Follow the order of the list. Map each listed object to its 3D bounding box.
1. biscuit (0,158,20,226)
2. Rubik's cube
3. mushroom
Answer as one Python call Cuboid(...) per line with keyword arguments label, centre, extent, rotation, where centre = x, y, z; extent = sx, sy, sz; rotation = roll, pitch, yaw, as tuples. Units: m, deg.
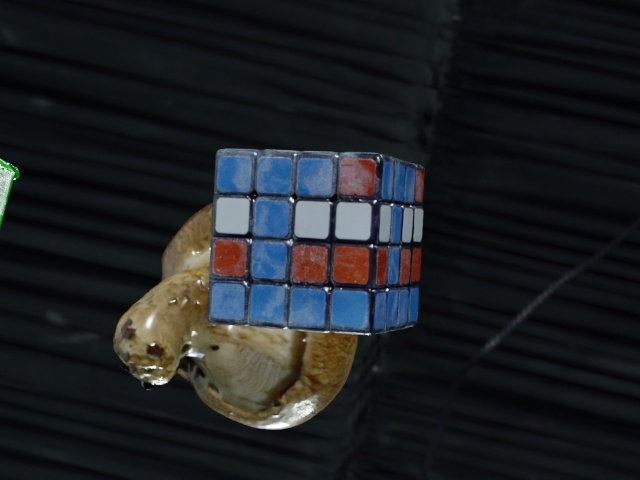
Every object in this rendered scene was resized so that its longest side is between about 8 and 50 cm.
Cuboid(label="biscuit", centre=(-0.281, -0.035, 1.086), extent=(0.046, 0.016, 0.089), rotation=(38, 43, -36))
Cuboid(label="Rubik's cube", centre=(0.000, 0.000, 0.694), extent=(0.092, 0.092, 0.092), rotation=(0, 94, -71))
Cuboid(label="mushroom", centre=(-0.078, 0.081, 1.453), extent=(0.254, 0.267, 0.267), rotation=(-58, 160, -82))
